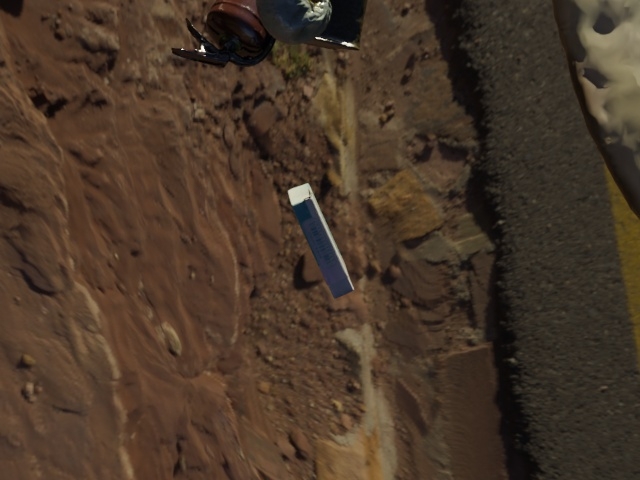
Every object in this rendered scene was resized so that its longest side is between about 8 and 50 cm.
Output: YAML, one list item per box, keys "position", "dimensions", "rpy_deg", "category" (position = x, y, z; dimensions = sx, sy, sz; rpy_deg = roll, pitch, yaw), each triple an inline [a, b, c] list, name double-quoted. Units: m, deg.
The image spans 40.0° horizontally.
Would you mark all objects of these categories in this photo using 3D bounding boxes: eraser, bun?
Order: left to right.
- position: [-0.020, -0.204, 0.739]
  dimensions: [0.045, 0.083, 0.083]
  rpy_deg: [5, 78, 30]
  category: "bun"
- position: [0.000, 0.000, 1.779]
  dimensions: [0.052, 0.095, 0.225]
  rpy_deg: [-24, 113, 1]
  category: "eraser"

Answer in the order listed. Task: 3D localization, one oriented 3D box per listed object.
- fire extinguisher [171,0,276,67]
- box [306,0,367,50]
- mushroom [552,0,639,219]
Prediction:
- position: [-0.088, -0.377, 1.258]
  dimensions: [0.141, 0.105, 0.341]
  rpy_deg: [28, 69, -2]
  category: "fire extinguisher"
- position: [-0.030, -0.411, 1.505]
  dimensions: [0.184, 0.273, 0.143]
  rpy_deg: [9, 100, -11]
  category: "box"
- position: [0.317, -0.140, 0.691]
  dimensions: [0.224, 0.314, 0.397]
  rpy_deg: [-7, 73, 25]
  category: "mushroom"
